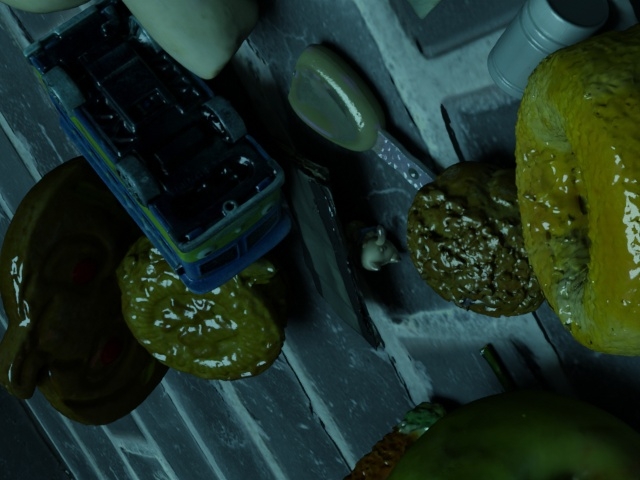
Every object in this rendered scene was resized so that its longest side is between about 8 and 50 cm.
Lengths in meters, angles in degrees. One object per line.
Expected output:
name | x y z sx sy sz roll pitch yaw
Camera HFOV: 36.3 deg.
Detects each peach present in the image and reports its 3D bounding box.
peach | 0.192 0.291 0.945 0.315 0.314 0.281 66 -169 -66

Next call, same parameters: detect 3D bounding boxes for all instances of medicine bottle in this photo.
medicine bottle | 0.174 -0.156 0.753 0.058 0.058 0.091 48 148 9

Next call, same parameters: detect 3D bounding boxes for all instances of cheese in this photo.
cheese | 0.045 -0.114 0.984 0.192 0.037 0.097 42 148 17

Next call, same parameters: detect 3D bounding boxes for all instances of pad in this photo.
pad | -0.001 0.000 1.121 0.174 0.022 0.233 41 153 57

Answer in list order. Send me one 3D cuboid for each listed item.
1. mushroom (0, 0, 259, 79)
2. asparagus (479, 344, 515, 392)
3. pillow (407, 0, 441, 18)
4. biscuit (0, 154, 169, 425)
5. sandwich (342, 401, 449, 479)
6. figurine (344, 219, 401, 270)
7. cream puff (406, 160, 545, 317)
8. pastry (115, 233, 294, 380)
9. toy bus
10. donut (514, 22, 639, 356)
mushroom | -0.177 -0.305 0.916 0.314 0.314 0.336 11 155 48
asparagus | 0.204 0.163 1.061 0.015 0.014 0.114 -24 100 36
pillow | 0.088 -0.326 0.645 0.312 0.119 0.310 -10 115 56
biscuit | -0.305 0.083 1.349 0.070 0.350 0.394 12 137 29
sandwich | 0.097 0.328 1.203 0.109 0.212 0.292 48 165 38
figurine | 0.054 0.002 1.085 0.083 0.047 0.050 11 114 57
cream puff | 0.148 0.003 0.886 0.165 0.115 0.150 -4 121 53
pastry | -0.151 0.065 1.289 0.240 0.132 0.235 8 130 11
toy bus | -0.180 -0.112 1.115 0.312 0.152 0.190 49 166 17
donut | 0.216 -0.033 0.679 0.253 0.118 0.253 171 90 -83
